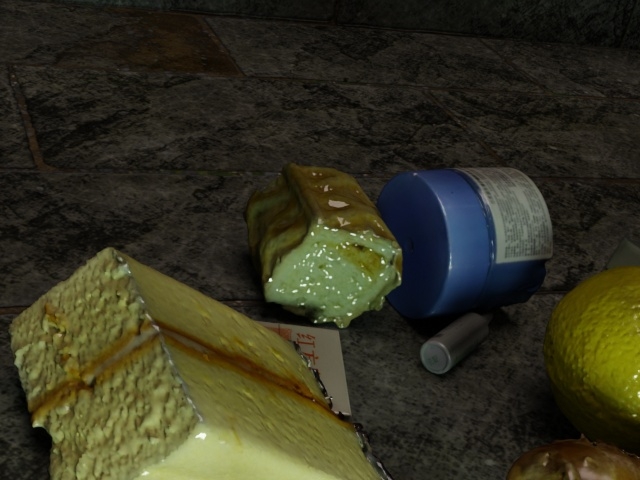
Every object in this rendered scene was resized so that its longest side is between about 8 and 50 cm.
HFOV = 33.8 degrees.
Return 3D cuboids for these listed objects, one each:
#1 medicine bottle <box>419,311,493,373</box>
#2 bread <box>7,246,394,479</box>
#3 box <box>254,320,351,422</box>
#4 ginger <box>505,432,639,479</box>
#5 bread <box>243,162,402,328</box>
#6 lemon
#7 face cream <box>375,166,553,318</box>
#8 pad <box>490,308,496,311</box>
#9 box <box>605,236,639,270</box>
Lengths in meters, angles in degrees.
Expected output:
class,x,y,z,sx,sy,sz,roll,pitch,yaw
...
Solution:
class,x,y,z,sx,sy,sz,roll,pitch,yaw
medicine bottle,0.233,0.154,1.703,0.057,0.058,0.199,27,30,26
bread,-0.156,0.226,1.360,0.404,0.242,0.346,31,24,-36
box,-0.145,0.182,1.496,0.365,0.051,0.205,8,29,-9
ginger,0.417,0.344,1.301,0.418,0.176,0.254,21,30,-3
bread,-0.005,0.004,1.742,0.238,0.196,0.252,10,30,-13
lemon,0.461,0.171,1.545,0.268,0.268,0.322,1,31,-22
face cream,0.241,0.001,1.782,0.225,0.249,0.249,-4,32,-26
pad,0.242,0.070,1.920,0.190,0.004,0.127,19,29,12
box,0.704,0.141,1.768,0.367,0.091,0.373,20,15,-29
